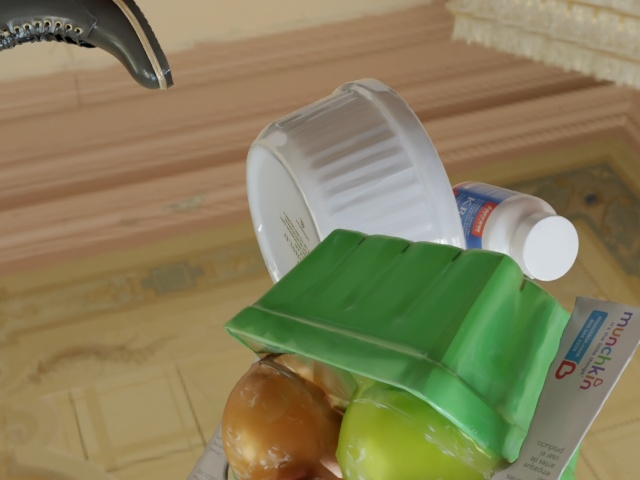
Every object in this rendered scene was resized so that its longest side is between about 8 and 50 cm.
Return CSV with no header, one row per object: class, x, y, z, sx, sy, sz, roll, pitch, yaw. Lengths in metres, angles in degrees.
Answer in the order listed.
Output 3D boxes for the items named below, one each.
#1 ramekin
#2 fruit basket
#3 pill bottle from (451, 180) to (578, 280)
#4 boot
ramekin,0.024,-0.016,1.075,0.127,0.273,0.273,-19,-134,-19
fruit basket,0.013,0.172,0.687,0.327,0.165,0.353,8,-112,57
pill bottle,0.266,-0.011,1.558,0.124,0.124,0.221,-19,-163,-21
boot,-0.241,-0.190,1.009,0.137,0.077,0.198,-36,-106,-16
